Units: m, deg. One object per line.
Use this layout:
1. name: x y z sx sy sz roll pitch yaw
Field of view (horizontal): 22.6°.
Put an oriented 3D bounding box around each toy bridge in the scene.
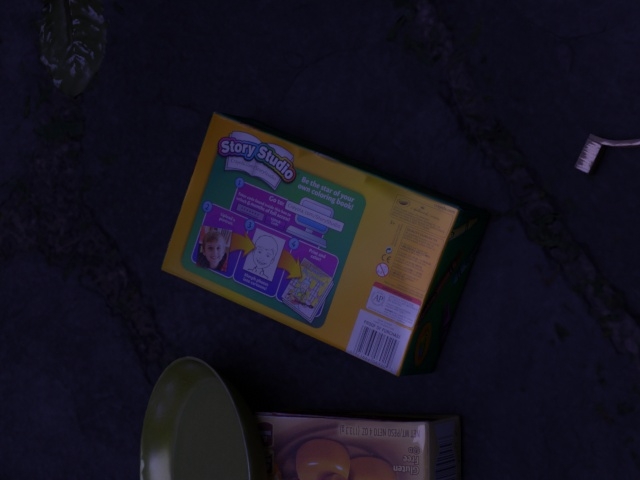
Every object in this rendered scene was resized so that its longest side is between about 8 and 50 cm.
1. toy bridge: 0.318 -0.052 1.391 0.188 0.026 0.063 28 99 24

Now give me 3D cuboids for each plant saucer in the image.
1. plant saucer: -0.109 0.231 1.533 0.241 0.037 0.241 -1 89 59

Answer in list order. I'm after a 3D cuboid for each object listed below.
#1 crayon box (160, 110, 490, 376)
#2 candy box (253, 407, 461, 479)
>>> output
1. crayon box: 0.000 0.000 1.514 0.278 0.081 0.165 23 98 25
2. candy box: 0.034 0.317 1.485 0.183 0.087 0.316 -1 88 28
